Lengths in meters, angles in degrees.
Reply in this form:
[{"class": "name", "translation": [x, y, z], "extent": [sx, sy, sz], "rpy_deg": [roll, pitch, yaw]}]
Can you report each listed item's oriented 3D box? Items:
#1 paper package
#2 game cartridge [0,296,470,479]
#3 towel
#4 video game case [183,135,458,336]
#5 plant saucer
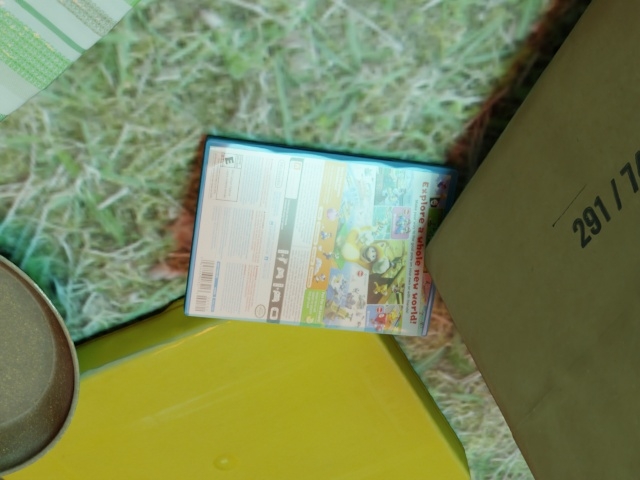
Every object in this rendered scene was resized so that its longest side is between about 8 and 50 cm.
[{"class": "paper package", "translation": [0.237, 0.006, 0.525], "extent": [0.168, 0.309, 0.324], "rpy_deg": [11, 127, -29]}, {"class": "game cartridge", "translation": [-0.076, 0.159, 0.825], "extent": [0.324, 0.052, 0.285], "rpy_deg": [-23, 130, 11]}, {"class": "towel", "translation": [-0.174, -0.139, 0.563], "extent": [0.152, 0.023, 0.113], "rpy_deg": [-35, 129, 20]}, {"class": "video game case", "translation": [0.000, 0.000, 0.674], "extent": [0.166, 0.015, 0.119], "rpy_deg": [6, 105, -11]}, {"class": "plant saucer", "translation": [-0.258, 0.075, 0.704], "extent": [0.199, 0.036, 0.198], "rpy_deg": [2, 114, 5]}]
